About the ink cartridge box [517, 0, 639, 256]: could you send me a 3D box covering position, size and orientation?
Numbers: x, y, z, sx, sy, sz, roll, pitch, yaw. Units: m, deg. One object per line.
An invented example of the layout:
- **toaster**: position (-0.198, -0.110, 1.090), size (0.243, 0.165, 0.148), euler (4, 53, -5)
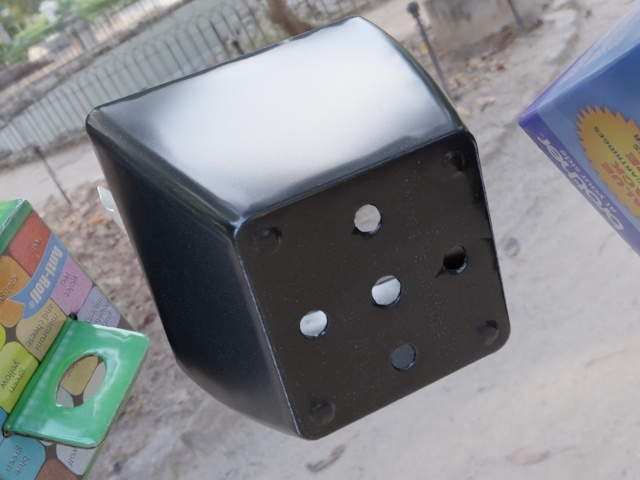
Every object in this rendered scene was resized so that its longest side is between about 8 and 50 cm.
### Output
- **ink cartridge box**: position (0.269, -0.034, 0.438), size (0.151, 0.270, 0.395), euler (-42, -1, -1)

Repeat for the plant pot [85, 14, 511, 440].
- **plant pot**: position (0.000, 0.000, 0.482), size (0.187, 0.188, 0.167), euler (-23, 27, -15)

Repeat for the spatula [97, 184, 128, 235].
- **spatula**: position (-0.152, -0.002, 0.902), size (0.019, 0.242, 0.168), euler (-35, 36, 5)

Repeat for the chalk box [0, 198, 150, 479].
- **chalk box**: position (-0.262, 0.094, 0.625), size (0.289, 0.179, 0.180), euler (-5, 45, 29)
